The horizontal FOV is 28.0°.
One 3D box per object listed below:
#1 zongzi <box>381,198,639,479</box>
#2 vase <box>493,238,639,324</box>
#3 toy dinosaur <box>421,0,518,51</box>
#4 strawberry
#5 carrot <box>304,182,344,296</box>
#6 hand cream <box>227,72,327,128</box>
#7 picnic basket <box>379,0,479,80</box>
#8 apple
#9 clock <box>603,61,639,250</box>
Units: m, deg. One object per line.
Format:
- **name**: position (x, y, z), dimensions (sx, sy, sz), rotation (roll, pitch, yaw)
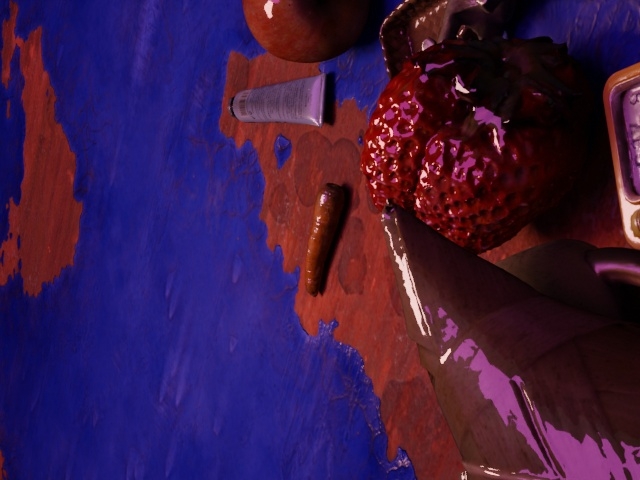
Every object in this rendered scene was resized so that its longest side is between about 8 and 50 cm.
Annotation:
- **zongzi**: position (0.312, 0.106, 1.150), dimensions (0.500, 0.218, 0.467), rotation (-23, 91, 34)
- **vase**: position (0.302, 0.144, 1.410), dimensions (0.329, 0.240, 0.302), rotation (-37, 70, 38)
- **toy dinosaur**: position (0.213, -0.332, 1.606), dimensions (0.077, 0.162, 0.294), rotation (26, 110, 23)
- **strawberry**: position (0.190, -0.106, 1.552), dimensions (0.250, 0.238, 0.288), rotation (33, 131, 28)
- **carrot**: position (0.000, 0.000, 2.010), dimensions (0.047, 0.047, 0.191), rotation (41, 124, 49)
- **hand cream**: position (-0.070, -0.223, 2.107), dimensions (0.256, 0.055, 0.088), rotation (2, 84, 54)
- **picnic basket**: position (0.156, -0.291, 1.763), dimensions (0.193, 0.054, 0.110), rotation (-29, 68, 52)
- **apple**: position (-0.024, -0.358, 1.921), dimensions (0.174, 0.188, 0.188), rotation (-159, 72, -65)
- **clock**: position (0.389, -0.096, 1.381), dimensions (0.143, 0.096, 0.202), rotation (-23, 70, 58)
